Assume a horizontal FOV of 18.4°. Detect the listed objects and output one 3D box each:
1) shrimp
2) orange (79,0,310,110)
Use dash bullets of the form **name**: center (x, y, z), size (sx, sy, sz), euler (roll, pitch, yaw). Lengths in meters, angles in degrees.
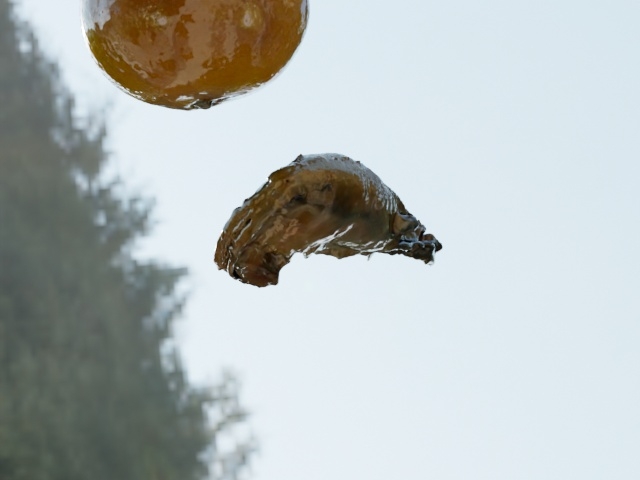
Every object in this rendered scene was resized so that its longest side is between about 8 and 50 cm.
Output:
- **shrimp**: center (0.004, -0.008, 1.405), size (0.117, 0.066, 0.262), euler (-33, -24, 13)
- **orange**: center (-0.084, -0.149, 1.326), size (0.156, 0.124, 0.156), euler (1, 3, 0)
